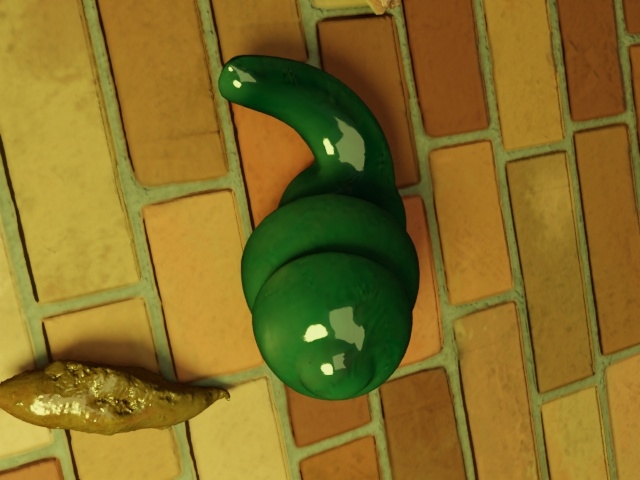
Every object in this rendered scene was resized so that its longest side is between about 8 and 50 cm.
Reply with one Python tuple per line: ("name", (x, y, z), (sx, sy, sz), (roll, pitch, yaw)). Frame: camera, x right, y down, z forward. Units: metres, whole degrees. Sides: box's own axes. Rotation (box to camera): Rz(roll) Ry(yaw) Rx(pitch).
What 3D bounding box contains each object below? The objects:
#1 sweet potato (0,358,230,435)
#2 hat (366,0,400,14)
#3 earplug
("sweet potato", (-0.175, 0.136, 0.522), (0.205, 0.060, 0.068), (12, 120, -30))
("hat", (0.019, -0.376, 0.541), (0.286, 0.107, 0.237), (34, 71, -23))
("earplug", (0.006, -0.005, 0.525), (0.163, 0.280, 0.258), (-5, 132, 0))
